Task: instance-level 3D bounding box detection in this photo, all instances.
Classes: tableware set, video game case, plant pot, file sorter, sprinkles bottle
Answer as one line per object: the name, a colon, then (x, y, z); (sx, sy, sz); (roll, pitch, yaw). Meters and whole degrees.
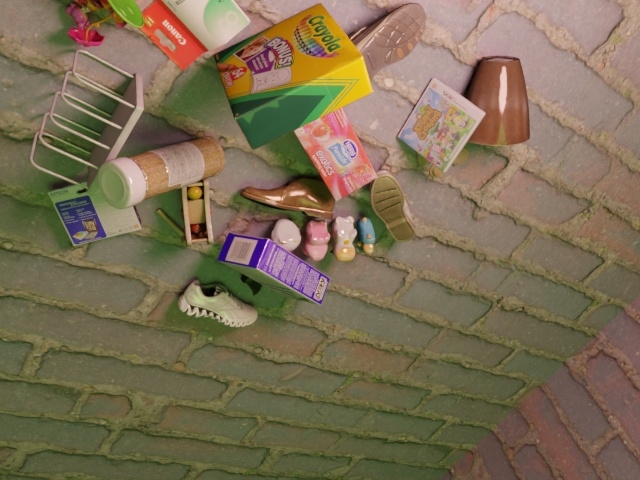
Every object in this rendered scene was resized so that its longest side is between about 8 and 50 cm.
tableware set: (0.400, -0.277, 2.024); (0.168, 0.020, 0.141); (-33, 130, 11)
video game case: (0.357, -0.344, 1.850); (0.023, 0.193, 0.212); (-18, 145, -54)
plant pot: (0.524, -0.423, 1.839); (0.215, 0.215, 0.231); (-8, 117, -13)
file sorter: (-0.583, -0.298, 1.540); (0.173, 0.193, 0.278); (24, 118, -31)
sprinkles bottle: (-0.404, -0.185, 1.615); (0.355, 0.121, 0.121); (-31, 151, -53)

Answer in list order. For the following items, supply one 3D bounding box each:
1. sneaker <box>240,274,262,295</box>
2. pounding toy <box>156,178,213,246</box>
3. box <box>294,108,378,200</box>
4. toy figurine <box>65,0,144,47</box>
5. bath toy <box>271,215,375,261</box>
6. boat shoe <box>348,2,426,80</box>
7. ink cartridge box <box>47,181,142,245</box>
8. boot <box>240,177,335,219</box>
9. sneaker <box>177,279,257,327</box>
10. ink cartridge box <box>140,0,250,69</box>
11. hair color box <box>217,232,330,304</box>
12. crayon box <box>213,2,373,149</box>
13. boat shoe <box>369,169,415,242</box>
sneaker: (-0.238, 0.114, 2.104); (0.089, 0.051, 0.170); (-33, 134, 5)
pounding toy: (-0.401, -0.066, 1.824); (0.154, 0.154, 0.270); (-6, 130, -15)
box: (0.033, -0.284, 1.802); (0.154, 0.142, 0.300); (-29, 132, 5)
toy figurine: (-0.527, -0.526, 1.433); (0.159, 0.130, 0.173); (-29, 111, 18)
bath toy: (0.000, 0.000, 2.051); (0.348, 0.152, 0.129); (-1, 164, -19)
boat shoe: (0.128, -0.521, 1.642); (0.355, 0.130, 0.132); (-41, 137, -15)
ink cartridge box: (-0.646, -0.095, 1.785); (0.206, 0.045, 0.208); (-14, 133, -8)
boot: (-0.098, -0.146, 1.926); (0.305, 0.112, 0.115); (9, 95, -21)
sneaker: (-0.336, 0.216, 2.127); (0.292, 0.110, 0.118); (18, 112, -32)
ink cartridge box: (-0.316, -0.541, 1.523); (0.224, 0.056, 0.181); (-38, 131, 11)
hair color box: (-0.143, 0.094, 1.993); (0.339, 0.185, 0.110); (37, 69, -46)
crayon box: (-0.078, -0.412, 1.505); (0.313, 0.363, 0.106); (-26, 132, 3)
boat shoe: (0.230, -0.126, 2.035); (0.113, 0.103, 0.302); (-16, 134, 11)
